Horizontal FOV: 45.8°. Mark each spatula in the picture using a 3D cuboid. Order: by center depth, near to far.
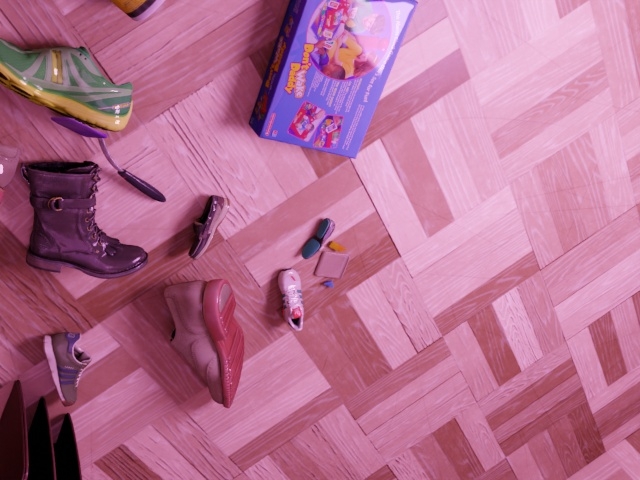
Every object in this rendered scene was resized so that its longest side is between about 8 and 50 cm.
[{"bbox_3d":[-0.400,-0.155,1.474,0.296,0.084,0.030,48,60,-44],"label":"spatula"}]

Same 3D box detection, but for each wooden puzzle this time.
[{"bbox_3d":[0.029,0.058,1.834,0.078,0.014,0.116,17,110,-27],"label":"wooden puzzle"}]

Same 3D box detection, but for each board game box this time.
[{"bbox_3d":[0.022,-0.356,1.537,0.233,0.078,0.347,9,115,-29],"label":"board game box"}]

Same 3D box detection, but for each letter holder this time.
[{"bbox_3d":[-0.592,0.463,1.610,0.152,0.302,0.214,13,113,-30],"label":"letter holder"}]

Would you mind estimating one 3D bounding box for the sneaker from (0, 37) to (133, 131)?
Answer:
[{"bbox_3d":[-0.471,-0.298,1.345,0.295,0.109,0.124,25,82,-31],"label":"sneaker"}]

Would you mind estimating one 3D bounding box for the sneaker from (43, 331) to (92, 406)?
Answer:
[{"bbox_3d":[-0.544,0.281,1.669,0.086,0.064,0.192,-13,121,-12],"label":"sneaker"}]

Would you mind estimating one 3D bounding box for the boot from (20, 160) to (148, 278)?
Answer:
[{"bbox_3d":[-0.458,-0.046,1.495,0.262,0.091,0.229,3,118,-24],"label":"boot"}]

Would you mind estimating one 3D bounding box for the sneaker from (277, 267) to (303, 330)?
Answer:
[{"bbox_3d":[-0.062,0.143,1.803,0.057,0.075,0.161,-14,124,-17],"label":"sneaker"}]

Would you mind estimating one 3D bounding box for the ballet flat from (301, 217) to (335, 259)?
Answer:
[{"bbox_3d":[0.000,0.000,1.771,0.041,0.041,0.114,24,108,-34],"label":"ballet flat"}]

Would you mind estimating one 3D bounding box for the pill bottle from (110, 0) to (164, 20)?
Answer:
[{"bbox_3d":[-0.352,-0.477,1.264,0.119,0.119,0.208,-47,126,7],"label":"pill bottle"}]

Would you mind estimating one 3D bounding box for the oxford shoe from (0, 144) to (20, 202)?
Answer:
[{"bbox_3d":[-0.692,-0.193,1.305,0.348,0.123,0.130,33,75,-35],"label":"oxford shoe"}]

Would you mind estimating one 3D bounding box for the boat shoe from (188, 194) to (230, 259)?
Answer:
[{"bbox_3d":[-0.250,-0.031,1.628,0.049,0.056,0.152,25,97,-29],"label":"boat shoe"}]

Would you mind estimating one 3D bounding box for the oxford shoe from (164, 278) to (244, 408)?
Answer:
[{"bbox_3d":[-0.265,0.237,1.760,0.146,0.140,0.397,4,128,9],"label":"oxford shoe"}]
